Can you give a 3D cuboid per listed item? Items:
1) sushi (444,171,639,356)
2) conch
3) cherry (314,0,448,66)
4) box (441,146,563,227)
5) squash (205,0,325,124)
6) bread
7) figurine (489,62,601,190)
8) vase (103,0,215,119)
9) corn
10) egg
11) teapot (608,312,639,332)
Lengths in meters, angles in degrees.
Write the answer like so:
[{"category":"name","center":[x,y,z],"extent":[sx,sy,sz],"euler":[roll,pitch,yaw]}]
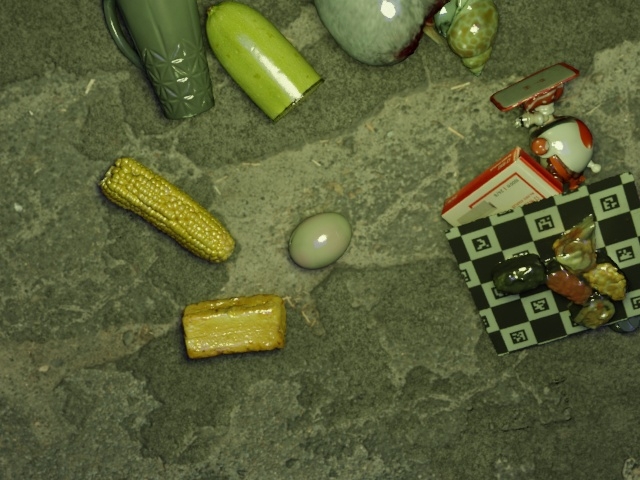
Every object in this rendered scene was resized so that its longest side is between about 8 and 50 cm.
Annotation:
[{"category":"sushi","center":[0.462,0.074,1.903],"extent":[0.359,0.064,0.343],"euler":[-18,122,14]},{"category":"conch","center":[0.287,-0.419,1.906],"extent":[0.116,0.106,0.173],"euler":[-33,79,25]},{"category":"cherry","center":[0.118,-0.454,1.838],"extent":[0.296,0.218,0.255],"euler":[37,100,7]},{"category":"box","center":[0.350,-0.079,1.913],"extent":[0.123,0.050,0.229],"euler":[38,136,-14]},{"category":"squash","center":[-0.120,-0.353,1.889],"extent":[0.132,0.132,0.247],"euler":[-41,96,5]},{"category":"bread","center":[-0.172,0.171,1.990],"extent":[0.211,0.083,0.114],"euler":[-5,104,-1]},{"category":"figurine","center":[0.451,-0.200,1.906],"extent":[0.160,0.183,0.226],"euler":[-26,104,9]},{"category":"vase","center":[-0.295,-0.383,1.867],"extent":[0.251,0.156,0.301],"euler":[1,116,35]},{"category":"corn","center":[-0.295,-0.055,1.945],"extent":[0.291,0.101,0.101],"euler":[36,96,-5]},{"category":"egg","center":[0.000,0.000,1.958],"extent":[0.135,0.103,0.103],"euler":[-34,98,3]},{"category":"teapot","center":[0.628,0.155,2.023],"extent":[0.088,0.057,0.066],"euler":[-23,99,2]}]
